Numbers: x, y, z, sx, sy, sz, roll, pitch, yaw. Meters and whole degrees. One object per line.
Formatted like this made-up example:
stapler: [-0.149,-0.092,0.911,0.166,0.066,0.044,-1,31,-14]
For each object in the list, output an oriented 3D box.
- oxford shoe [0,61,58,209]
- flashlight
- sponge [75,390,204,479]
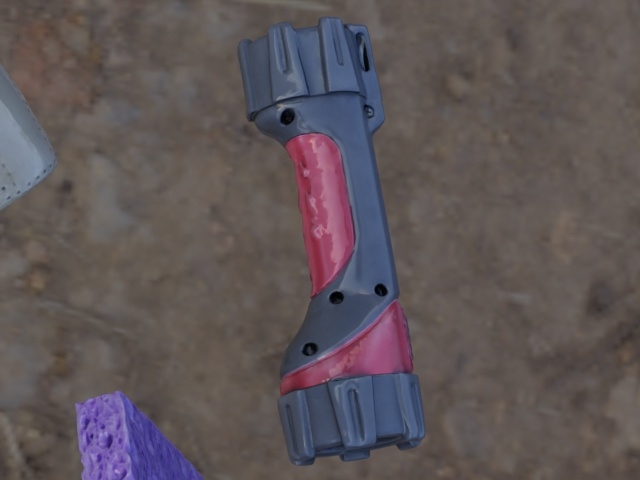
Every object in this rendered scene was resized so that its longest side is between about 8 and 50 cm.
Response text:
oxford shoe: [-0.229,0.037,0.615,0.146,0.397,0.140,44,45,-5]
flashlight: [0.000,0.000,1.246,0.103,0.103,0.304,8,67,-57]
sponge: [-0.080,0.172,0.965,0.210,0.031,0.117,59,19,-60]
